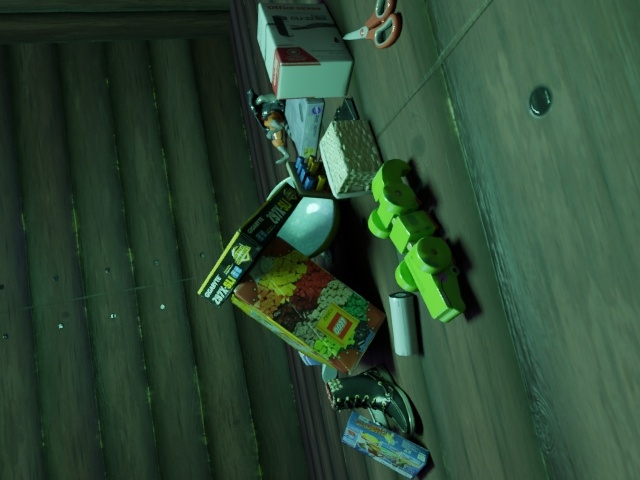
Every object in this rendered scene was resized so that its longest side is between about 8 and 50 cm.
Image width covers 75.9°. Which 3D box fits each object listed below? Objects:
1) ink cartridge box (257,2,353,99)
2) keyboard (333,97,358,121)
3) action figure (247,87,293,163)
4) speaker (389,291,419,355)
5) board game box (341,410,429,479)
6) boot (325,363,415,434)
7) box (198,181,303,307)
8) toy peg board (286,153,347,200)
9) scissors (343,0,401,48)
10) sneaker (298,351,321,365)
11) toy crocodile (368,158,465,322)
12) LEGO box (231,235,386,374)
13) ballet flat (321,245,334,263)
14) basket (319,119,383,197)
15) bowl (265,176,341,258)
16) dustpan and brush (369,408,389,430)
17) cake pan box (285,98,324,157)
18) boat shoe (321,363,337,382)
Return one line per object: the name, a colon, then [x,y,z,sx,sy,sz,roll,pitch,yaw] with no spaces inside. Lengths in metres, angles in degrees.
ink cartridge box: [-0.050,-0.520,1.117,0.114,0.197,0.273,106,151,-55]
keyboard: [0.065,-0.321,1.155,0.180,0.023,0.108,115,137,-64]
action figure: [-0.173,-0.500,1.789,0.341,0.178,0.330,53,-157,-58]
speaker: [0.190,0.189,0.931,0.055,0.055,0.136,-164,65,-74]
board game box: [0.157,0.519,1.034,0.035,0.201,0.136,-54,-20,-41]
boot: [0.125,0.427,1.071,0.236,0.178,0.085,-129,34,-64]
box: [-0.184,0.002,1.142,0.257,0.079,0.322,-48,6,34]
toy peg board: [-0.001,-0.205,1.233,0.079,0.160,0.161,-66,33,38]
scissors: [0.103,-0.460,0.922,0.297,0.021,0.109,-162,62,-72]
sneaker: [-0.043,0.380,1.780,0.182,0.127,0.316,113,147,-67]
toy crocodile: [0.181,-0.009,0.784,0.115,0.105,0.341,104,148,-56]
LEGO box: [-0.074,0.211,1.293,0.372,0.193,0.500,37,163,-5]
ballet flat: [0.000,0.000,1.510,0.070,0.070,0.188,116,142,-65]
basket: [0.078,-0.203,1.007,0.103,0.113,0.167,123,136,-63]
bowl: [-0.040,-0.064,1.377,0.156,0.289,0.290,17,-125,-58]
dustpan and brush: [0.169,0.551,1.217,0.211,0.060,0.147,109,149,-61]
cake pan box: [-0.066,-0.471,1.465,0.246,0.070,0.267,105,152,-52]
boat shoe: [0.031,0.496,1.711,0.083,0.065,0.183,-139,49,-70]
